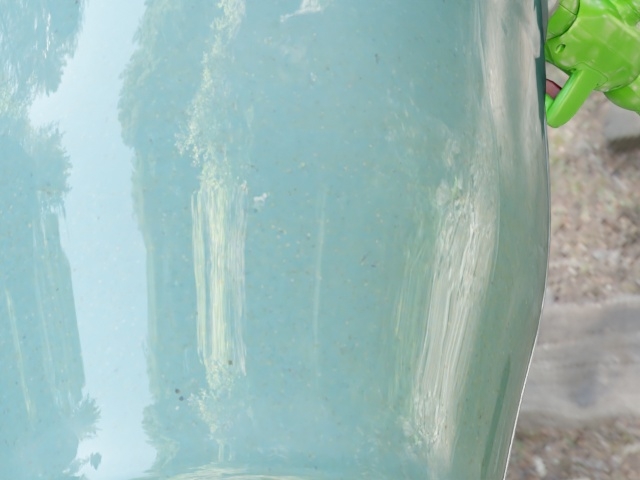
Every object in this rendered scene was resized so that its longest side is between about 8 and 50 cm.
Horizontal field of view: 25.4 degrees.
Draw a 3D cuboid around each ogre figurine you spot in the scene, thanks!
[{"bbox_3d":[0.117,-0.119,0.711,0.097,0.197,0.118,-36,47,4],"label":"ogre figurine"}]

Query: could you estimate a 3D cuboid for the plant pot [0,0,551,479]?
[{"bbox_3d":[-0.033,0.018,0.539,0.271,0.271,0.255,-26,50,31],"label":"plant pot"}]
